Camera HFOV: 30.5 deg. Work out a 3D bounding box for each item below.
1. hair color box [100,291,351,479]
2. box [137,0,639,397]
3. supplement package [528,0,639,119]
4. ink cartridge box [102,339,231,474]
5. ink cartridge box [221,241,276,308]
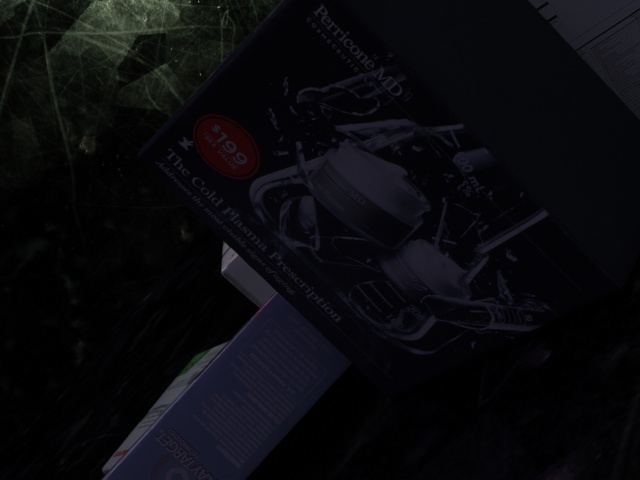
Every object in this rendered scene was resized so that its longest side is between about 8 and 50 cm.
[{"bbox_3d":[-0.107,0.199,1.279,0.374,0.113,0.185,-48,-1,-2],"label":"hair color box"},{"bbox_3d":[0.069,-0.072,1.038,0.312,0.343,0.179,-36,14,48],"label":"box"},{"bbox_3d":[0.245,-0.201,1.140,0.149,0.203,0.194,-33,14,13],"label":"supplement package"},{"bbox_3d":[-0.170,0.241,1.517,0.208,0.087,0.153,-51,12,-26],"label":"ink cartridge box"},{"bbox_3d":[-0.056,-0.009,1.901,0.198,0.115,0.273,-47,10,5],"label":"ink cartridge box"}]
